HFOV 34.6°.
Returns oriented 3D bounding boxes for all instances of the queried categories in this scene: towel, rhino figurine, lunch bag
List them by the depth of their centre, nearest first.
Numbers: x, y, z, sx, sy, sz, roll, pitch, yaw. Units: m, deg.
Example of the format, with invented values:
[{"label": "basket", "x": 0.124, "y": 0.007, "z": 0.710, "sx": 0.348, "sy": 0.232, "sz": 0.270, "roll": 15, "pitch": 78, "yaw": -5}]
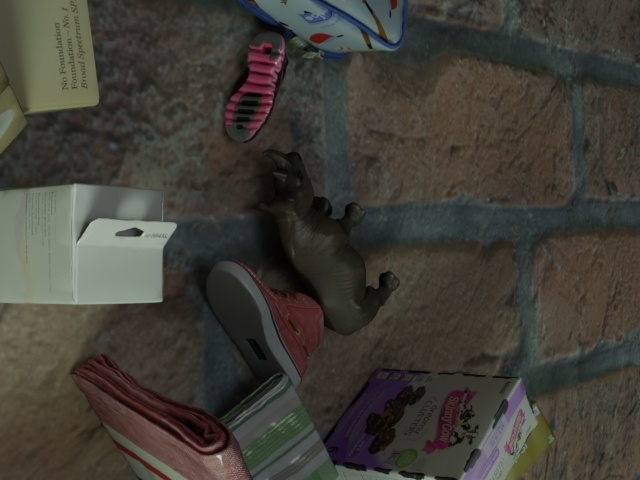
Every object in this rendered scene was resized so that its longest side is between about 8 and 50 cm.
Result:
[{"label": "towel", "x": -0.075, "y": 0.251, "z": 0.871, "sx": 0.037, "sy": 0.237, "sz": 0.329, "roll": -39, "pitch": 120, "yaw": -25}, {"label": "towel", "x": -0.047, "y": 0.222, "z": 1.043, "sx": 0.113, "sy": 0.023, "sz": 0.152, "roll": -37, "pitch": 120, "yaw": -19}, {"label": "lunch bag", "x": 0.010, "y": -0.344, "z": 1.083, "sx": 0.243, "sy": 0.114, "sz": 0.304, "roll": 19, "pitch": 74, "yaw": -52}, {"label": "rhino figurine", "x": 0.000, "y": 0.000, "z": 1.097, "sx": 0.243, "sy": 0.073, "sz": 0.106, "roll": 59, "pitch": 45, "yaw": -30}]

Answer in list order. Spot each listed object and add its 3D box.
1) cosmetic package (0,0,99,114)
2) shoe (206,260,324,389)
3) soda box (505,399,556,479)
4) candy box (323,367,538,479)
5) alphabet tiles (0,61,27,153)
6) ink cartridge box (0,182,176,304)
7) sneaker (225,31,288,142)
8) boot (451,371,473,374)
[{"label": "cosmetic package", "x": -0.308, "y": -0.151, "z": 0.681, "sx": 0.309, "sy": 0.113, "sz": 0.160, "roll": -18, "pitch": 104, "yaw": -51}, {"label": "shoe", "x": -0.052, "y": 0.070, "z": 1.042, "sx": 0.081, "sy": 0.063, "sz": 0.178, "roll": -57, "pitch": 136, "yaw": -37}, {"label": "soda box", "x": 0.183, "y": 0.257, "z": 1.178, "sx": 0.181, "sy": 0.061, "sz": 0.058, "roll": -36, "pitch": 107, "yaw": -26}, {"label": "candy box", "x": 0.116, "y": 0.223, "z": 1.140, "sx": 0.165, "sy": 0.196, "sz": 0.070, "roll": -47, "pitch": 124, "yaw": -41}, {"label": "alphabet tiles", "x": -0.301, "y": 0.012, "z": 0.588, "sx": 0.343, "sy": 0.011, "sz": 0.285, "roll": -53, "pitch": 169, "yaw": -19}, {"label": "ink cartridge box", "x": -0.191, "y": 0.004, "z": 0.800, "sx": 0.092, "sy": 0.143, "sz": 0.090, "roll": 1, "pitch": 89, "yaw": -51}, {"label": "sneaker", "x": -0.060, "y": -0.150, "z": 1.051, "sx": 0.057, "sy": 0.047, "sz": 0.119, "roll": 56, "pitch": 53, "yaw": -71}, {"label": "boot", "x": 0.170, "y": 0.335, "z": 1.300, "sx": 0.211, "sy": 0.104, "sz": 0.295, "roll": 45, "pitch": 59, "yaw": -48}]
